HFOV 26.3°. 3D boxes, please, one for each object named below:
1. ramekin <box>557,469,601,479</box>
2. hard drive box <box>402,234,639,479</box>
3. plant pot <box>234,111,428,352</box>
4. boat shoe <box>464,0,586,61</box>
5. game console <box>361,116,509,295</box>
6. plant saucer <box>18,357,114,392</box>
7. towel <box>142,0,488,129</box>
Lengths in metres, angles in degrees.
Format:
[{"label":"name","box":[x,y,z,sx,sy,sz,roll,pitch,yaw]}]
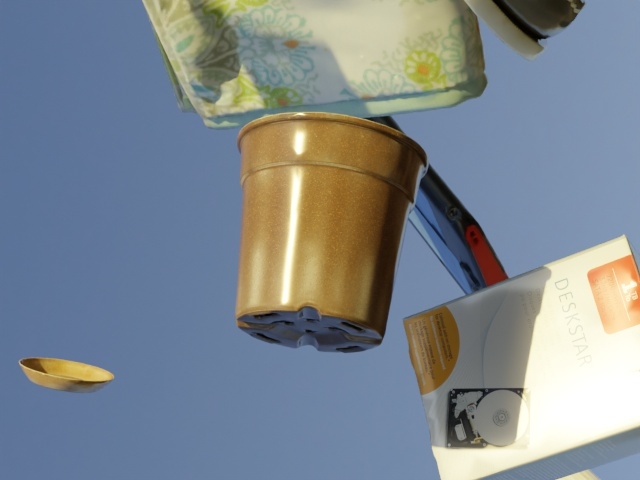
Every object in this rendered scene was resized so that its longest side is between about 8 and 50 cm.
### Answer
[{"label":"ramekin","box":[0.292,0.416,1.927,0.277,0.135,0.277,-32,-37,-27]},{"label":"hard drive box","box":[0.214,0.125,1.289,0.089,0.232,0.181,38,-146,-57]},{"label":"plant pot","box":[0.000,0.000,1.153,0.167,0.167,0.165,32,-120,-49]},{"label":"boat shoe","box":[0.051,-0.219,0.637,0.305,0.091,0.109,52,-165,-24]},{"label":"game console","box":[0.155,-0.052,1.994,0.060,0.386,0.342,-37,-36,1]},{"label":"plant saucer","box":[-0.222,0.119,1.190,0.083,0.083,0.015,6,-84,-53]},{"label":"towel","box":[-0.021,-0.277,1.520,0.090,0.375,0.320,-78,-23,-46]}]
